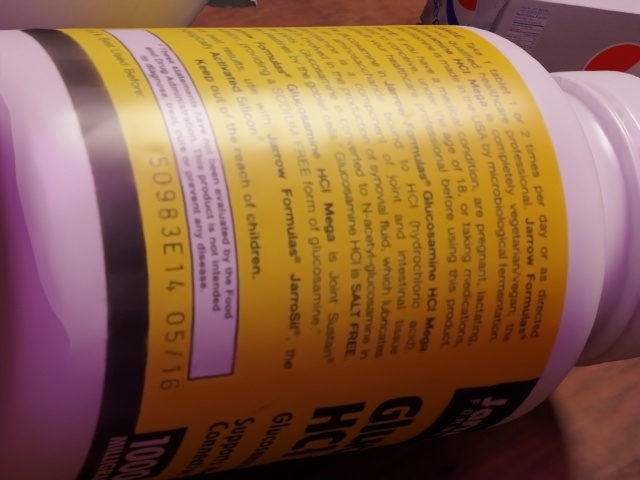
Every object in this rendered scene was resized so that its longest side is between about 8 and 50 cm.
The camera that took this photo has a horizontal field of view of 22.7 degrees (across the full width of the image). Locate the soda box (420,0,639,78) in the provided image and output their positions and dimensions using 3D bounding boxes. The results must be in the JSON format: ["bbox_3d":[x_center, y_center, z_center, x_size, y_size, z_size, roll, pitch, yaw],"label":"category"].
[{"bbox_3d":[0.216,-0.133,1.020,0.286,0.091,0.098,4,43,-21],"label":"soda box"}]

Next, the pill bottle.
[{"bbox_3d":[0.000,0.000,0.702,0.334,0.188,0.188,-5,48,-28],"label":"pill bottle"}]

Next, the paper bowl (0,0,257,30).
[{"bbox_3d":[-0.165,-0.159,0.772,0.284,0.148,0.284,11,3,-1],"label":"paper bowl"}]
